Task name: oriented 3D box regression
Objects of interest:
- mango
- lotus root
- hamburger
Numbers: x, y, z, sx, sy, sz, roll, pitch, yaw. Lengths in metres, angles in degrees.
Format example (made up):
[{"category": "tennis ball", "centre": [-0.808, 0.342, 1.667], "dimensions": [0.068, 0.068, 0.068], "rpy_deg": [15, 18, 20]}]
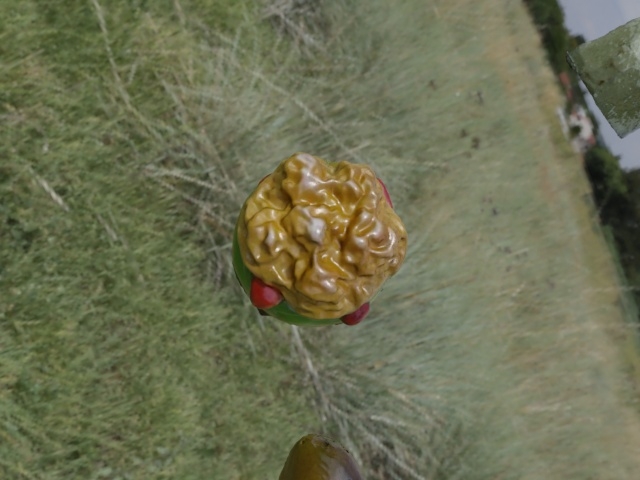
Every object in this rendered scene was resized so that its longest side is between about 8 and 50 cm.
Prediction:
[{"category": "mango", "centre": [-0.013, 0.373, 1.118], "dimensions": [0.151, 0.155, 0.249], "rpy_deg": [-15, 111, -87]}, {"category": "lotus root", "centre": [0.374, -0.191, 1.008], "dimensions": [0.143, 0.144, 0.070], "rpy_deg": [29, 40, -35]}, {"category": "hamburger", "centre": [0.000, 0.000, 1.099], "dimensions": [0.149, 0.237, 0.237], "rpy_deg": [124, -50, -71]}]
